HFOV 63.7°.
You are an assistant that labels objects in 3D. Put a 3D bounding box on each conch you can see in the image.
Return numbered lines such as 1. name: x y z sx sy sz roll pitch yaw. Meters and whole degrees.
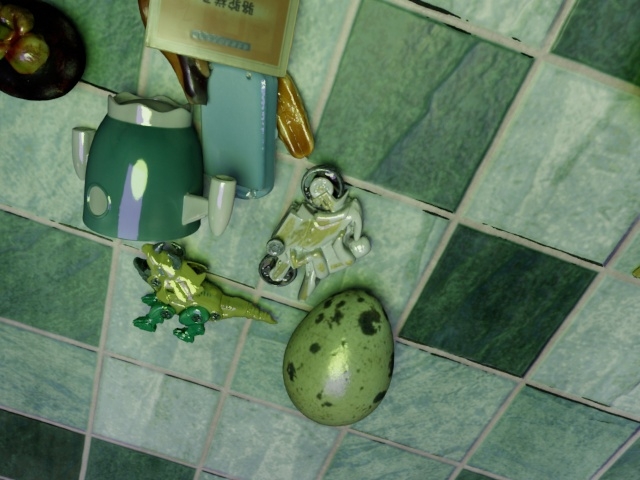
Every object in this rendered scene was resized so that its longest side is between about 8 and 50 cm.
1. conch: -0.177 -0.288 0.625 0.086 0.080 0.233 1 99 -10

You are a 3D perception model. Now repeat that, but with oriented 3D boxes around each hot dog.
1. hot dog: -0.045 -0.173 0.718 0.056 0.041 0.133 -18 108 15

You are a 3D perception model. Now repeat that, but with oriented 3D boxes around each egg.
1. egg: 0.034 0.184 0.825 0.176 0.177 0.228 21 103 -5

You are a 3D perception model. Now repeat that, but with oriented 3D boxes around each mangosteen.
1. mangosteen: -0.377 -0.246 0.649 0.136 0.151 0.137 0 91 -3

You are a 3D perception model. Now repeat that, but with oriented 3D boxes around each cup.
1. cup: -0.238 -0.107 0.706 0.299 0.167 0.173 21 113 24

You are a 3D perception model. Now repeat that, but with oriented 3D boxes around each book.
1. book: -0.098 -0.326 0.585 0.170 0.018 0.242 7 105 -18

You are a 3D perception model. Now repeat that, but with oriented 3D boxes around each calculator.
1. calculator: -0.114 -0.155 0.711 0.121 0.039 0.211 18 121 24

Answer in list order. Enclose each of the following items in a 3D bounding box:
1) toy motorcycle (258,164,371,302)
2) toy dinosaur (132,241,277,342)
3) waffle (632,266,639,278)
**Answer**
1. toy motorcycle: 0.000 0.000 0.787 0.151 0.074 0.229 23 116 -11
2. toy dinosaur: -0.200 0.105 0.862 0.259 0.094 0.153 31 122 -20
3. waffle: 0.555 0.024 0.762 0.097 0.023 0.153 33 116 -10
